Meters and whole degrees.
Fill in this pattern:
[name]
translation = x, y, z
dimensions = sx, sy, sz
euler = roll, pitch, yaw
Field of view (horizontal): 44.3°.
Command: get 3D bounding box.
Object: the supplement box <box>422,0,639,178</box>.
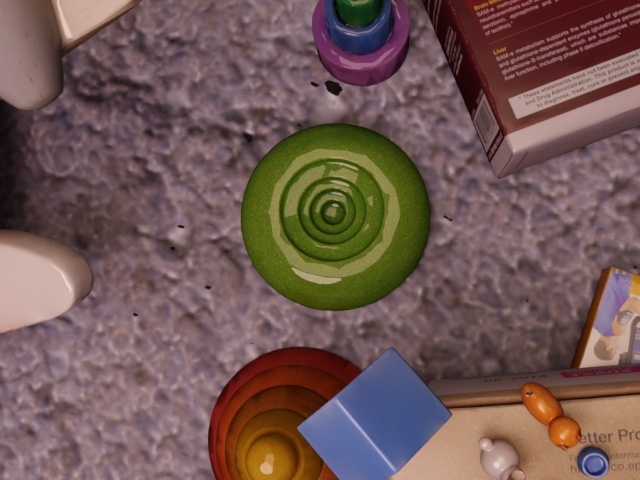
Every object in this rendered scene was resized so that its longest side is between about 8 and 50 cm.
[supplement box]
translation = 0.132, -0.176, 0.508
dimensions = 0.130, 0.073, 0.239
euler = -20, 81, 2

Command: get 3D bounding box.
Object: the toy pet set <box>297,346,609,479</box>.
[toy pet set]
translation = 0.055, 0.105, 0.365
dimensions = 0.122, 0.065, 0.114
euler = -42, 82, 7

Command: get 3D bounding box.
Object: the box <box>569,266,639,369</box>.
[box]
translation = 0.195, 0.093, 0.484
dimensions = 0.081, 0.028, 0.136
euler = 19, 82, 9

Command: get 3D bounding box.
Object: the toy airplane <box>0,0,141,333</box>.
[toy airplane]
translation = -0.296, -0.086, 0.434
dimensions = 0.384, 0.272, 0.386
euler = 32, 103, 20

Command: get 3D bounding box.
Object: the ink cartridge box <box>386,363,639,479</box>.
[ink cartridge box]
translation = 0.158, 0.167, 0.425
dimensions = 0.235, 0.088, 0.193
euler = -6, 88, 10

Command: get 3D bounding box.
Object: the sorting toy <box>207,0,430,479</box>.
[sorting toy]
translation = 0.000, 0.000, 0.469
dimensions = 0.127, 0.126, 0.365
euler = 8, 83, 7
